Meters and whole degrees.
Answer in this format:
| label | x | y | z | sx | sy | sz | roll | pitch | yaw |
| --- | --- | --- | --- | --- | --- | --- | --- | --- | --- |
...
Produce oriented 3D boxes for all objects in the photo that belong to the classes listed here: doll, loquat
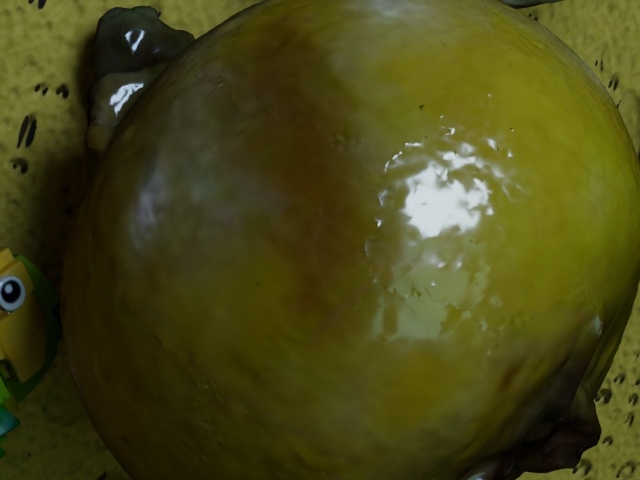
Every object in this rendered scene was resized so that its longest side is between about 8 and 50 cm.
| label | x | y | z | sx | sy | sz | roll | pitch | yaw |
| --- | --- | --- | --- | --- | --- | --- | --- | --- | --- |
| doll | -0.210 | 0.088 | 1.013 | 0.134 | 0.106 | 0.186 | 37 | 69 | -36 |
| loquat | 0.000 | 0.000 | 1.000 | 0.328 | 0.359 | 0.328 | -42 | 163 | -16 |

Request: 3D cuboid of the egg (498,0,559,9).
| label | x | y | z | sx | sy | sz | roll | pitch | yaw |
| --- | --- | --- | --- | --- | --- | --- | --- | --- | --- |
| egg | 0.085 | -0.232 | 1.027 | 0.245 | 0.203 | 0.203 | 21 | 93 | -25 |
